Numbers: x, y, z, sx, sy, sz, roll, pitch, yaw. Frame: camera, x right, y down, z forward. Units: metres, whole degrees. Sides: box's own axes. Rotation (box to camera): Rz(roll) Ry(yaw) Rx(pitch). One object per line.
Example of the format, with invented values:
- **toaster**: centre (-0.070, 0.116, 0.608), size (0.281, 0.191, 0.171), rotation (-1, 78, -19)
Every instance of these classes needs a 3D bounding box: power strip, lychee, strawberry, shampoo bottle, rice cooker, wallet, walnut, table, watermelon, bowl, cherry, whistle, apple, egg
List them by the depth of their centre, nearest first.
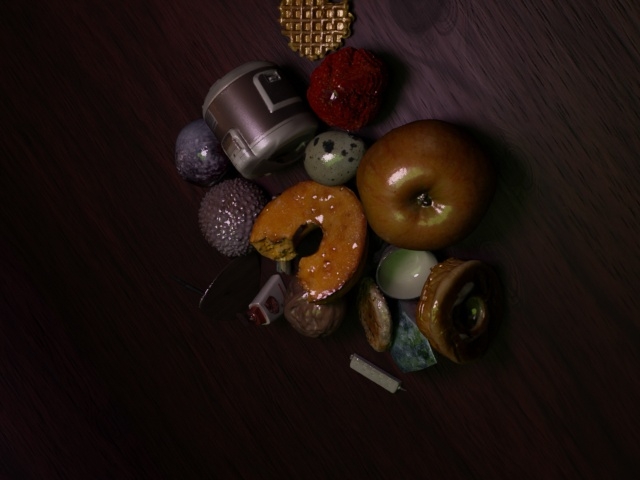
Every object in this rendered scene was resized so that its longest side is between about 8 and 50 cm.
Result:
- **apple**: centre (0.296, -0.155, 1.381), size (0.399, 0.333, 0.401), rotation (10, 113, 26)
- **strawberry**: centre (0.071, -0.451, 1.419), size (0.238, 0.288, 0.250), rotation (21, 124, 15)
- **egg**: centre (0.051, -0.267, 1.519), size (0.228, 0.177, 0.177), rotation (-10, 103, 39)
- **rice cooker**: centre (-0.189, -0.382, 1.559), size (0.335, 0.335, 0.325), rotation (-35, 88, 33)
- **bowl**: centre (0.285, 0.086, 1.585), size (0.211, 0.112, 0.212), rotation (-1, 116, -1)
- **wallet**: centre (0.234, 0.000, 1.643), size (0.124, 0.042, 0.230), rotation (23, 120, 12)
- **watermelon**: centre (0.338, 0.316, 1.673), size (0.320, 0.213, 0.290), rotation (99, 159, -64)
- **walnut**: centre (-0.018, 0.227, 1.751), size (0.226, 0.273, 0.273), rotation (16, 119, -13)
- **cherry**: centre (-0.427, -0.329, 1.757), size (0.296, 0.218, 0.255), rotation (-7, 69, 55)
- **lychee**: centre (-0.326, -0.086, 1.776), size (0.299, 0.300, 0.300), rotation (10, 112, 25)
- **whistle**: centre (-0.145, -0.020, 1.829), size (0.067, 0.057, 0.327), rotation (10, 113, 26)
- **shampoo bottle**: centre (-0.221, 0.257, 1.838), size (0.071, 0.284, 0.153), rotation (-13, 103, 29)
- **power strip**: centre (0.223, 0.526, 1.851), size (0.252, 0.027, 0.060), rotation (28, 119, 17)
- **table**: centre (-0.430, 0.167, 1.967), size (0.249, 0.317, 0.318), rotation (27, 119, 32)

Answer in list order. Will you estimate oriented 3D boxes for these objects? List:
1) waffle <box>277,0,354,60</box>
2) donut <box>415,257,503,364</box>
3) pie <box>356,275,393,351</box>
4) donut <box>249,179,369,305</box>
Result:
- **waffle**: centre (-0.022, -0.716, 1.510), size (0.248, 0.056, 0.253), rotation (-24, 94, 32)
- **donut**: centre (0.432, 0.218, 1.489), size (0.159, 0.329, 0.330), rotation (7, 114, 54)
- **pie**: centre (0.189, 0.259, 1.661), size (0.055, 0.274, 0.275), rotation (-12, 107, -13)
- **donut**: centre (0.000, 0.000, 1.611), size (0.377, 0.163, 0.435), rotation (-42, 60, -1)
